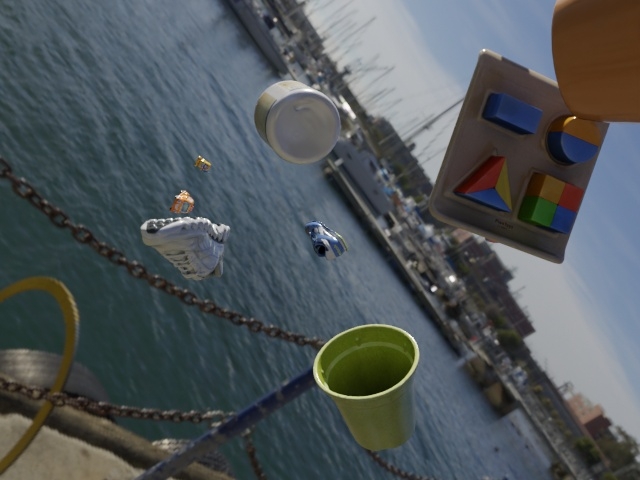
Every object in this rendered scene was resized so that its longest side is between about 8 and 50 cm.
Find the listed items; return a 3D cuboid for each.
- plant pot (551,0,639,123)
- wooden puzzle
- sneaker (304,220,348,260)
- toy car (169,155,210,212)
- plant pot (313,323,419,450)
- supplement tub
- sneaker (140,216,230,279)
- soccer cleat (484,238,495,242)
[{"bbox_3d":[0.469,-0.290,0.997,0.291,0.203,0.291,5,83,-51],"label":"plant pot"},{"bbox_3d":[0.403,-0.159,1.328,0.322,0.348,0.080,19,-3,-18],"label":"wooden puzzle"},{"bbox_3d":[0.000,0.000,1.556,0.144,0.059,0.053,32,-21,50],"label":"sneaker"},{"bbox_3d":[-0.257,-0.106,1.377,0.040,0.122,0.060,29,6,-3],"label":"toy car"},{"bbox_3d":[0.144,0.408,1.820,0.276,0.276,0.254,-109,-177,-59],"label":"plant pot"},{"bbox_3d":[-0.084,-0.379,2.159,0.228,0.228,0.316,52,0,-25],"label":"supplement tub"},{"bbox_3d":[-0.254,0.017,1.343,0.292,0.110,0.118,18,71,-74],"label":"sneaker"},{"bbox_3d":[0.476,-0.144,2.019,0.116,0.109,0.318,146,-73,-73],"label":"soccer cleat"}]
